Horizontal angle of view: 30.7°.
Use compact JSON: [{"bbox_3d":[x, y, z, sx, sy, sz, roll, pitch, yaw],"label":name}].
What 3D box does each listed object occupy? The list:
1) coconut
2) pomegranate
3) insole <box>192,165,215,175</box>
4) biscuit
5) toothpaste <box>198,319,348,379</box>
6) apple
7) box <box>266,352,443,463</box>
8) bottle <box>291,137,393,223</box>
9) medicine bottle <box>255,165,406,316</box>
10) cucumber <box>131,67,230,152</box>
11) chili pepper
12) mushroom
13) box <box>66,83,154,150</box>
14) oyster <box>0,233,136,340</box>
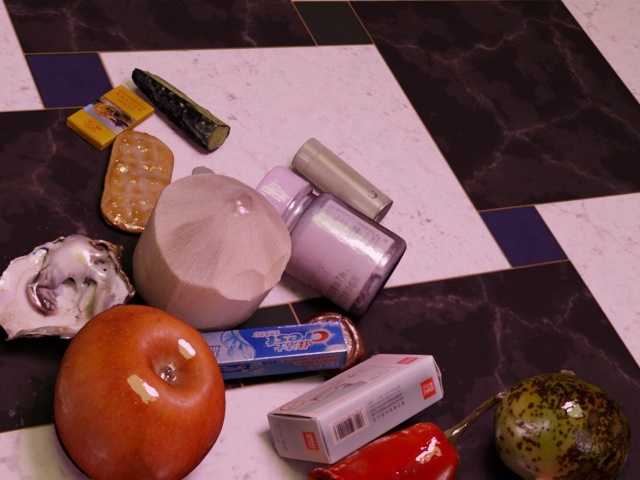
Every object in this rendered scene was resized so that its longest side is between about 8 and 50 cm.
[{"bbox_3d":[-0.175,0.013,1.879,0.237,0.266,0.237,19,44,-20],"label":"coconut"},{"bbox_3d":[0.389,0.355,1.911,0.222,0.276,0.204,8,5,8],"label":"pomegranate"},{"bbox_3d":[-0.212,-0.067,2.118,0.064,0.004,0.188,11,47,-17],"label":"insole"},{"bbox_3d":[-0.326,-0.107,2.084,0.118,0.029,0.247,15,46,-13],"label":"biscuit"},{"bbox_3d":[-0.095,0.179,1.880,0.272,0.053,0.066,-4,50,-14],"label":"toothpaste"},{"bbox_3d":[-0.258,0.226,1.690,0.252,0.206,0.271,20,44,-12],"label":"apple"},{"bbox_3d":[0.058,0.261,1.848,0.269,0.135,0.079,-23,102,-38],"label":"box"},{"bbox_3d":[0.041,-0.109,2.227,0.201,0.072,0.072,40,46,12],"label":"bottle"},{"bbox_3d":[0.000,0.000,2.045,0.273,0.165,0.165,32,45,7],"label":"medicine bottle"},{"bbox_3d":[-0.275,-0.249,2.222,0.211,0.062,0.078,35,11,16],"label":"cucumber"},{"bbox_3d":[0.146,0.352,1.811,0.338,0.135,0.131,-23,104,-34],"label":"chili pepper"},{"bbox_3d":[0.015,0.178,1.967,0.123,0.052,0.123,8,50,-10],"label":"mushroom"},{"bbox_3d":[-0.391,-0.231,2.172,0.087,0.023,0.155,39,46,7],"label":"box"},{"bbox_3d":[-0.407,0.084,1.837,0.223,0.083,0.214,-5,46,-15],"label":"oyster"}]
